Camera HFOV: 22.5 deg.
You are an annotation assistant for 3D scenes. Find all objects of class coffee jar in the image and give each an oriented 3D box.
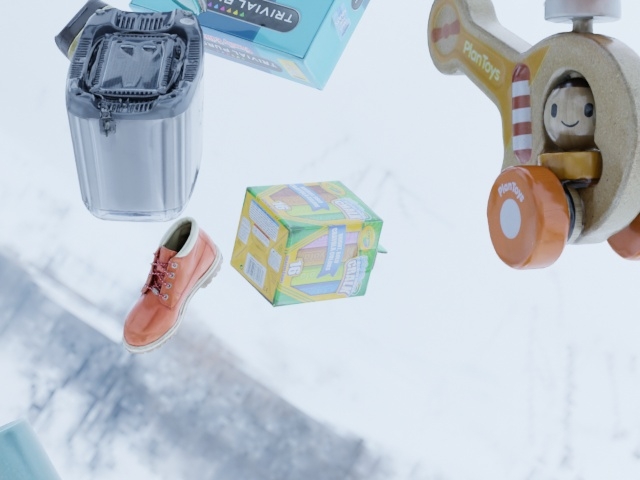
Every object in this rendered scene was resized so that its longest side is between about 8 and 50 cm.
[{"bbox_3d":[-0.264,-0.244,2.161,0.184,0.096,0.079,38,169,12],"label":"coffee jar"}]

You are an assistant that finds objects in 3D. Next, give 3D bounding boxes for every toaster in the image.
[{"bbox_3d":[-0.177,-0.118,1.569,0.129,0.227,0.146,0,128,0],"label":"toaster"}]

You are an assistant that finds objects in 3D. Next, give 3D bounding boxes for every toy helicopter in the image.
[{"bbox_3d":[0.180,-0.144,1.357,0.140,0.235,0.355,-4,-151,-23],"label":"toy helicopter"}]

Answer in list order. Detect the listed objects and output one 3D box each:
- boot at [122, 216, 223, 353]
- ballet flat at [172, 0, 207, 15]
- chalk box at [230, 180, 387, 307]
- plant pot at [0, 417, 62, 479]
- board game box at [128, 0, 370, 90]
[{"bbox_3d":[-0.171,0.046,1.743,0.059,0.158,0.085,22,155,25],"label":"boot"},{"bbox_3d":[-0.168,-0.319,1.754,0.072,0.068,0.213,28,173,31],"label":"ballet flat"},{"bbox_3d":[0.000,0.000,2.325,0.213,0.132,0.132,-7,-148,-34],"label":"chalk box"},{"bbox_3d":[-0.450,0.442,2.198,0.341,0.341,0.334,156,90,-83],"label":"plant pot"},{"bbox_3d":[-0.039,-0.371,1.938,0.253,0.336,0.079,21,165,26],"label":"board game box"}]
